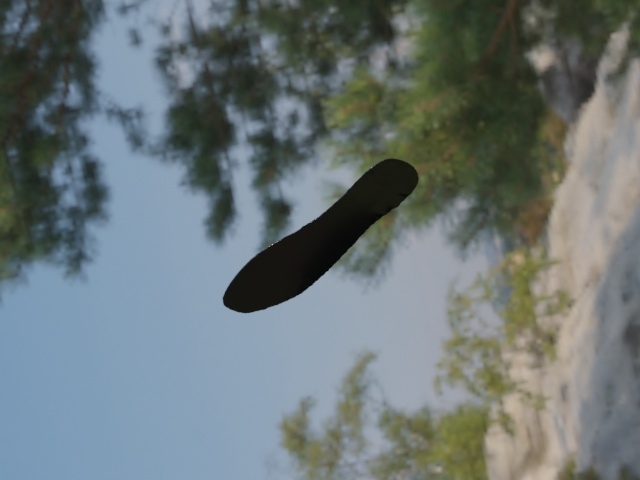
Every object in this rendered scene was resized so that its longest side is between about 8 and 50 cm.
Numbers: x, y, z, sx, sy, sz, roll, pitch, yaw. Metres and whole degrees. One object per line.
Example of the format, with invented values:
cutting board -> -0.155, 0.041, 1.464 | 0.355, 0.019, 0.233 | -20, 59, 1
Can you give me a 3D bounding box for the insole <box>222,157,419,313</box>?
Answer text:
insole -> 0.000, 0.000, 1.347 | 0.086, 0.253, 0.005 | 32, -152, -42
